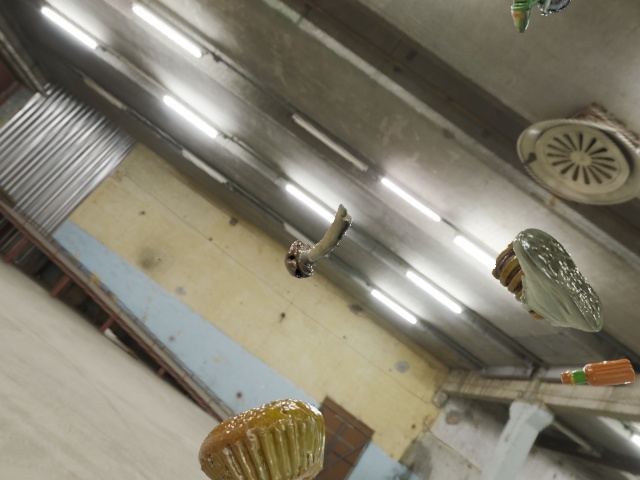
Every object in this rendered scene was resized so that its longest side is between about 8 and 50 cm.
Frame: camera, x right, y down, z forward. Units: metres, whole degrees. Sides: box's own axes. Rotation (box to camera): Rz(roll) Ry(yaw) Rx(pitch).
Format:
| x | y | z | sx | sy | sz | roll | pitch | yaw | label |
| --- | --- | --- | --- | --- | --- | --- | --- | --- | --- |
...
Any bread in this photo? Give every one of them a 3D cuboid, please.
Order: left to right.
| x | y | z | sx | sy | sz | roll | pitch | yaw | label |
| --- | --- | --- | --- | --- | --- | --- | --- | --- | --- |
| -0.097 | 0.368 | 0.862 | 0.240 | 0.239 | 0.139 | 72 | -1 | -62 | bread |
| 0.586 | 0.112 | 1.376 | 0.225 | 0.134 | 0.081 | 50 | 17 | 18 | bread |

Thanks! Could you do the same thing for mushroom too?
| x | y | z | sx | sy | sz | roll | pitch | yaw | label |
| --- | --- | --- | --- | --- | --- | --- | --- | --- | --- |
| 0.000 | 0.000 | 0.816 | 0.060 | 0.061 | 0.187 | 30 | -48 | -17 | mushroom |

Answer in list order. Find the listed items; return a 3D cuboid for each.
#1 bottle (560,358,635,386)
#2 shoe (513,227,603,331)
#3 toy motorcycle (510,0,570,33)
| x | y | z | sx | sy | sz | roll | pitch | yaw | label |
| --- | --- | --- | --- | --- | --- | --- | --- | --- | --- |
| 0.799 | 0.389 | 1.425 | 0.186 | 0.069 | 0.069 | -12 | -36 | 14 | bottle |
| 0.549 | 0.111 | 1.219 | 0.316 | 0.124 | 0.159 | 48 | -33 | -8 | shoe |
| 0.291 | -0.399 | 0.680 | 0.190 | 0.106 | 0.074 | 59 | -1 | -28 | toy motorcycle |
